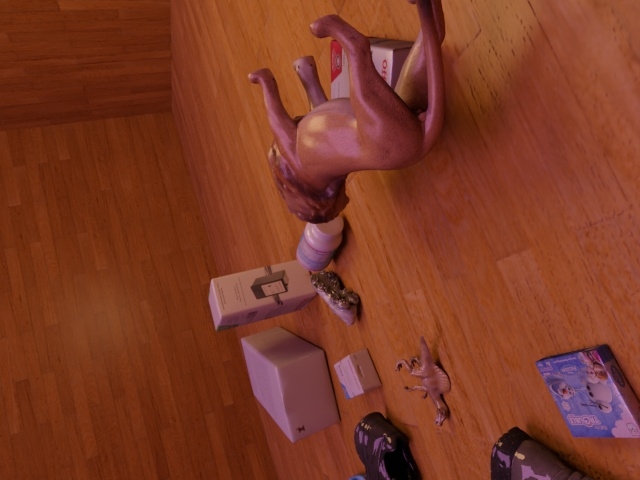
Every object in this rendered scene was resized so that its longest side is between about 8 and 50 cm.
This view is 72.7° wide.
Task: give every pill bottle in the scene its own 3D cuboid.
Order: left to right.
[{"bbox_3d":[0.000,0.000,0.983,0.087,0.087,0.160,66,156,23],"label":"pill bottle"}]

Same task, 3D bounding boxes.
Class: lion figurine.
[{"bbox_3d":[0.036,-0.138,0.559,0.392,0.142,0.241,2,115,62],"label":"lion figurine"}]

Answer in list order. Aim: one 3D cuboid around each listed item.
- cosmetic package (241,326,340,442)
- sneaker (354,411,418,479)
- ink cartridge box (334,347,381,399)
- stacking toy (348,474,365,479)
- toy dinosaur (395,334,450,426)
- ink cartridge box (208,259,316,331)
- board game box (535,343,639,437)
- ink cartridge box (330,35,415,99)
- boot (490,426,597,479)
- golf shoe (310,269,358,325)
[{"bbox_3d":[-0.119,0.447,1.443,0.453,0.161,0.230,178,78,-68],"label":"cosmetic package"},{"bbox_3d":[0.151,0.523,0.929,0.130,0.108,0.287,2,107,61],"label":"sneaker"},{"bbox_3d":[0.085,0.314,1.018,0.122,0.052,0.089,119,132,-61],"label":"ink cartridge box"},{"bbox_3d":[0.016,0.747,1.115,0.166,0.301,0.175,113,138,-57],"label":"stacking toy"},{"bbox_3d":[0.182,0.226,0.755,0.092,0.053,0.183,2,113,51],"label":"toy dinosaur"},{"bbox_3d":[-0.172,0.159,1.251,0.198,0.272,0.115,127,128,-62],"label":"ink cartridge box"},{"bbox_3d":[0.291,0.166,0.472,0.090,0.019,0.090,67,156,17],"label":"board game box"},{"bbox_3d":[0.086,-0.231,0.654,0.175,0.072,0.128,44,142,53],"label":"ink cartridge box"},{"bbox_3d":[0.291,0.368,0.527,0.161,0.083,0.247,20,123,57],"label":"boot"},{"bbox_3d":[0.028,0.137,1.032,0.176,0.069,0.086,45,149,54],"label":"golf shoe"}]
